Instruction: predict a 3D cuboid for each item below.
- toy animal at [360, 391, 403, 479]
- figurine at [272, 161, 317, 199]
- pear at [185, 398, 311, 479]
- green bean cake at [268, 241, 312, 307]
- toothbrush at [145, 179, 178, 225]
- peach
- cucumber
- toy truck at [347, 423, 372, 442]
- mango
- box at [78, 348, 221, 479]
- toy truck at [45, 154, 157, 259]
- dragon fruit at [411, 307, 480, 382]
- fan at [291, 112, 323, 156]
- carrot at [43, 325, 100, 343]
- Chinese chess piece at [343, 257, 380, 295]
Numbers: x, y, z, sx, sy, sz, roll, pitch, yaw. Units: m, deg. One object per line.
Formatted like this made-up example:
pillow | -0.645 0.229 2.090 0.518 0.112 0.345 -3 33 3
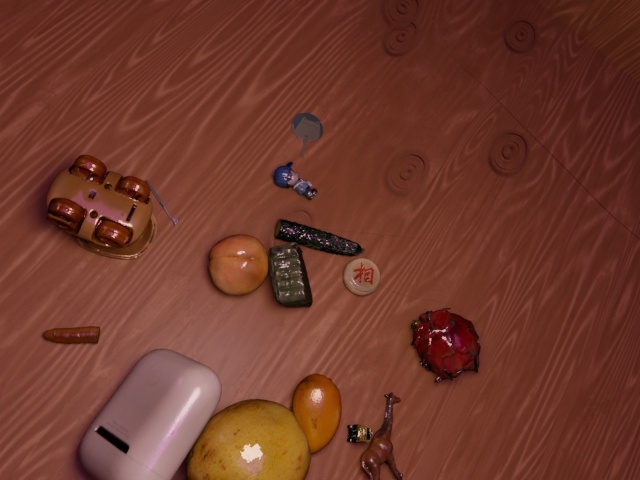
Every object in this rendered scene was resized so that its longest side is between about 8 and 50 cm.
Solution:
toy animal | 0.192 0.588 1.577 0.224 0.066 0.229 -18 82 -38
figurine | -0.082 -0.189 1.754 0.149 0.086 0.087 38 105 -14
pear | -0.181 0.548 1.349 0.314 0.314 0.314 5 71 -16
green bean cake | -0.089 0.109 1.588 0.094 0.173 0.181 -12 76 4
toothbrush | -0.480 -0.115 1.633 0.014 0.011 0.167 -33 84 -29
peach | -0.234 0.068 1.560 0.184 0.184 0.184 5 71 -16
cucumber | 0.000 0.000 1.716 0.294 0.067 0.067 16 68 -13
toy truck | 0.113 0.556 1.551 0.054 0.083 0.049 8 69 -16
mango | -0.013 0.490 1.526 0.145 0.112 0.219 7 82 -15
box | -0.419 0.444 1.332 0.349 0.289 0.141 -58 137 -24
toy truck | -0.590 -0.080 1.480 0.288 0.211 0.204 22 66 -13
dragon fruit | 0.399 0.326 1.672 0.274 0.193 0.192 38 39 -3
fan | -0.049 -0.363 1.854 0.113 0.005 0.175 15 68 -12
carrot | -0.662 0.254 1.436 0.139 0.048 0.048 0 72 -15
Chinese chess piece | 0.132 0.116 1.724 0.122 0.051 0.122 5 71 -15
